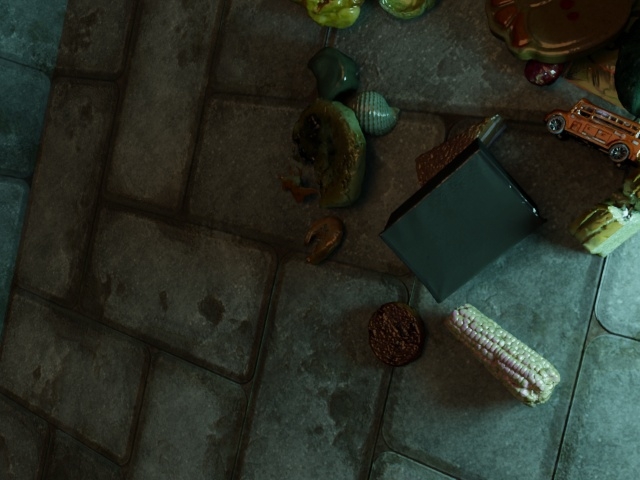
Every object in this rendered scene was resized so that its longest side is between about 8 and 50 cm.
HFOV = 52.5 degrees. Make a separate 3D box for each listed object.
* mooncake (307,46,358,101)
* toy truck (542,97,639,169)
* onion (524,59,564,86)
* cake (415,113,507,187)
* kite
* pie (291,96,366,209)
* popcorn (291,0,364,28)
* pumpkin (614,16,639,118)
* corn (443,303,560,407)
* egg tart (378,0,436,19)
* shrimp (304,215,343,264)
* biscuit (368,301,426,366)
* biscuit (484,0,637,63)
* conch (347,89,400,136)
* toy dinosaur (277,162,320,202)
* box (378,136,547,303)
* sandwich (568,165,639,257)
[{"bbox_3d":[0.036,-0.525,2.075,0.169,0.104,0.175,11,94,31],"label":"mooncake"},{"bbox_3d":[0.689,-0.273,1.615,0.253,0.108,0.114,36,104,29],"label":"toy truck"},{"bbox_3d":[0.588,-0.458,1.709,0.107,0.097,0.107,-26,43,27],"label":"onion"},{"bbox_3d":[0.385,-0.249,1.808,0.295,0.116,0.112,-42,65,24],"label":"cake"},{"bbox_3d":[0.774,-0.472,1.636,0.328,0.013,0.377,-18,76,32],"label":"kite"},{"bbox_3d":[0.030,-0.277,2.030,0.296,0.078,0.371,-54,55,40],"label":"pie"},{"bbox_3d":[0.034,-0.772,2.054,0.254,0.191,0.190,9,104,25],"label":"popcorn"},{"bbox_3d":[0.786,-0.410,1.469,0.197,0.263,0.292,26,105,32],"label":"pumpkin"},{"bbox_3d":[0.470,0.292,1.704,0.335,0.127,0.126,44,109,32],"label":"corn"},{"bbox_3d":[0.255,-0.758,1.928,0.197,0.197,0.078,-19,33,31],"label":"egg tart"},{"bbox_3d":[0.003,0.002,2.086,0.187,0.052,0.132,-49,43,14],"label":"shrimp"},{"bbox_3d":[0.224,0.274,1.906,0.192,0.049,0.191,2,93,33],"label":"biscuit"},{"bbox_3d":[0.611,-0.626,1.679,0.359,0.074,0.380,-21,65,14],"label":"biscuit"},{"bbox_3d":[0.153,-0.388,1.990,0.153,0.102,0.135,28,115,32],"label":"conch"},{"bbox_3d":[-0.079,-0.166,2.105,0.212,0.057,0.142,57,152,32],"label":"toy dinosaur"},{"bbox_3d":[0.366,-0.057,1.693,0.345,0.204,0.251,-41,94,23],"label":"box"},{"bbox_3d":[0.712,-0.078,1.495,0.273,0.249,0.095,-44,65,22],"label":"sandwich"}]
